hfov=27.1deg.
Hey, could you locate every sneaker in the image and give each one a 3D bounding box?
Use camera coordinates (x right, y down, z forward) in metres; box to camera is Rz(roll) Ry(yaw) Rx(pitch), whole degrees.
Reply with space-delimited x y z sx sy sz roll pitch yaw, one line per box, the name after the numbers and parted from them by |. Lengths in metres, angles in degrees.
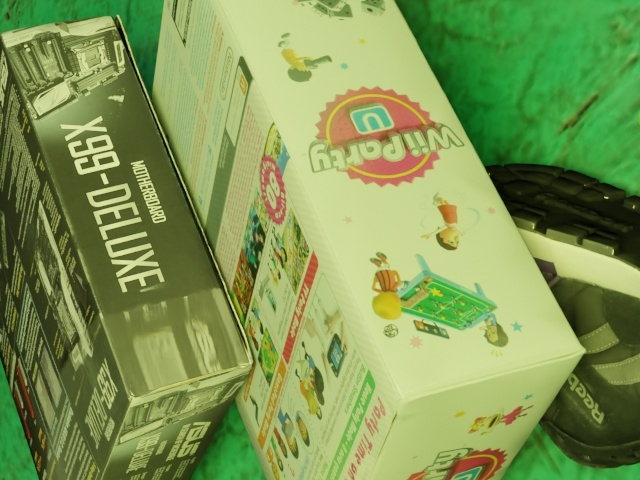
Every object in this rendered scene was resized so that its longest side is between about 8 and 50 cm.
0.169 0.062 0.632 0.283 0.107 0.124 31 125 49 | sneaker

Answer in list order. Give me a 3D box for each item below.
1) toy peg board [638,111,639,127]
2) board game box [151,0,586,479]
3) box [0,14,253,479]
0.212 -0.094 0.551 0.079 0.161 0.161 17 101 58 | toy peg board
0.000 0.000 0.716 0.224 0.097 0.303 107 145 -54 | board game box
-0.150 0.045 0.862 0.243 0.076 0.307 66 153 23 | box
